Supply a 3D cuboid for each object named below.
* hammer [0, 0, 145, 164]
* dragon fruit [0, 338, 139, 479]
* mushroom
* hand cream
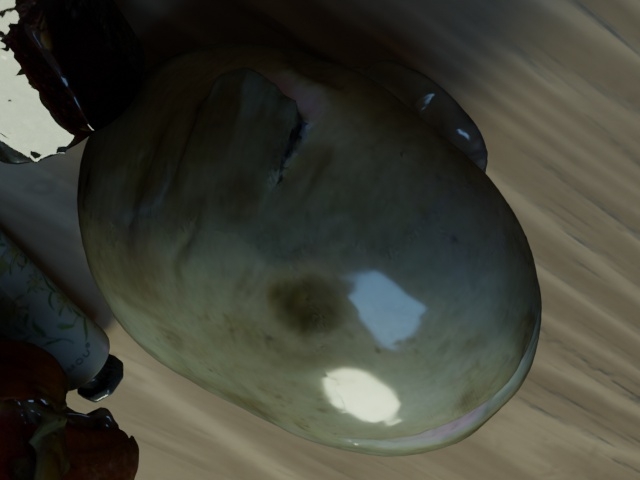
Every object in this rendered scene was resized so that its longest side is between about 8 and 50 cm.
[{"bbox_3d":[-0.306,-0.085,0.715,0.409,0.095,0.242,-19,137,8],"label":"hammer"},{"bbox_3d":[-0.259,0.123,0.842,0.250,0.250,0.315,-41,145,25],"label":"dragon fruit"},{"bbox_3d":[0.000,0.000,0.802,0.184,0.255,0.255,-44,140,-19],"label":"mushroom"},{"bbox_3d":[-0.175,0.025,0.895,0.067,0.042,0.194,-27,132,19],"label":"hand cream"}]
